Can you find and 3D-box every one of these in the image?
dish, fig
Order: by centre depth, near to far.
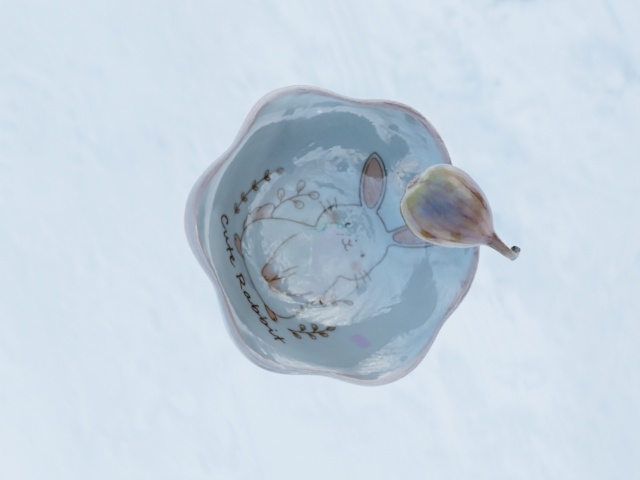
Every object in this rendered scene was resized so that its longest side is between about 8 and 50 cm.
[{"bbox_3d":[0.088,-0.012,1.176,0.083,0.050,0.050,34,75,-12],"label":"fig"},{"bbox_3d":[0.000,0.000,1.437,0.229,0.081,0.229,2,83,-19],"label":"dish"}]
